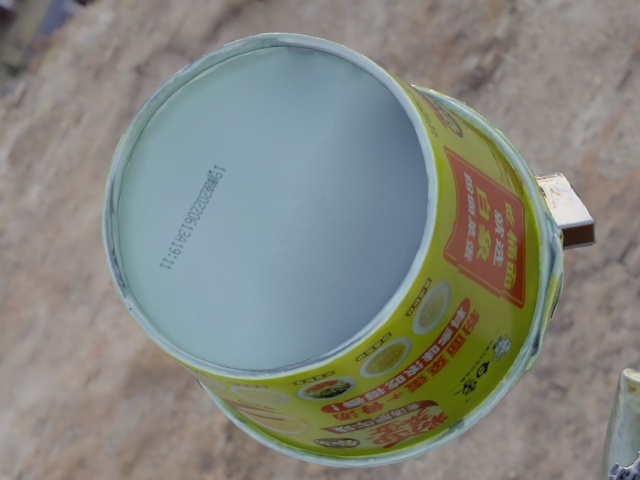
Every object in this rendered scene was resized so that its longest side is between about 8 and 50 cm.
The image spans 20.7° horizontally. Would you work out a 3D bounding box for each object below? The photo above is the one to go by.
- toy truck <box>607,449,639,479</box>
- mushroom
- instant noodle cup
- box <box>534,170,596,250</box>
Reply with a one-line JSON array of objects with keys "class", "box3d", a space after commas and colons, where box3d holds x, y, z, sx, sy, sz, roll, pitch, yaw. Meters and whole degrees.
[{"class": "toy truck", "box3d": [0.273, 0.286, 1.382, 0.213, 0.177, 0.161, -27, 29, -14]}, {"class": "mushroom", "box3d": [0.283, 0.249, 1.573, 0.107, 0.087, 0.333, -64, -22, -60]}, {"class": "instant noodle cup", "box3d": [0.000, 0.000, 1.220, 0.311, 0.221, 0.311, -4, 77, 17]}, {"class": "box", "box3d": [0.168, -0.018, 1.710, 0.115, 0.177, 0.036, -107, 9, -59]}]
